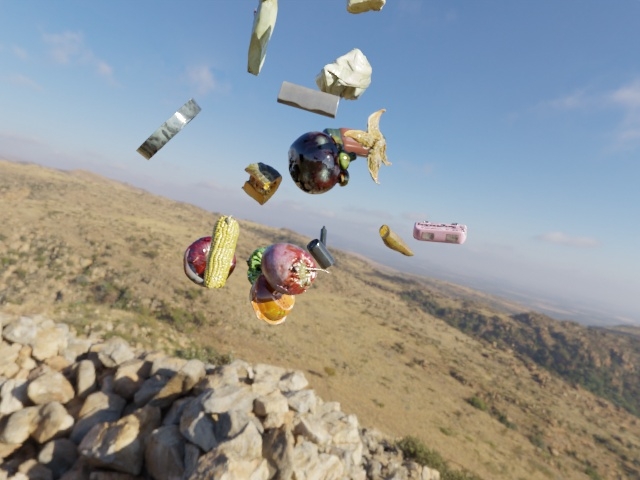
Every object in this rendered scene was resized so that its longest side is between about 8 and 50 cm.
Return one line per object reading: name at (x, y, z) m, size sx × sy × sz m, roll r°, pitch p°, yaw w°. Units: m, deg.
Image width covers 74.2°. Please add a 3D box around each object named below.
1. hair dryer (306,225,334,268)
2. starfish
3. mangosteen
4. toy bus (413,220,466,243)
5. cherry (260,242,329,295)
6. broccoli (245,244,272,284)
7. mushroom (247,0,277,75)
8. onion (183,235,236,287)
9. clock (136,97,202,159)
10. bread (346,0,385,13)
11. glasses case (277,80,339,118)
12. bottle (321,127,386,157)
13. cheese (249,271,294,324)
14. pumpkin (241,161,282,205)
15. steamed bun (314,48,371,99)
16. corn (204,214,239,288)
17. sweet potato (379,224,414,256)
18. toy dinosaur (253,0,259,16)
hair dryer at (0.000, 0.000, 1.878) m, size 0.128 × 0.069 × 0.256 m, roll 52°, pitch 23°, yaw -31°
starfish at (0.234, -0.384, 1.856) m, size 0.084 × 0.294 × 0.301 m, roll 4°, pitch 34°, yaw 37°
mangosteen at (-0.005, -0.361, 1.958) m, size 0.299 × 0.301 × 0.300 m, roll 13°, pitch 2°, yaw -1°
toy bus at (0.465, -0.030, 1.655) m, size 0.202 × 0.063 × 0.090 m, roll 4°, pitch 25°, yaw 15°
cherry at (-0.123, 0.091, 1.520) m, size 0.192 × 0.175 × 0.249 m, roll 1°, pitch 25°, yaw -43°
broccoli at (-0.265, 0.159, 2.357) m, size 0.268 × 0.255 × 0.269 m, roll 5°, pitch 25°, yaw -2°
mushroom at (-0.248, -0.858, 1.764) m, size 0.087 × 0.334 × 0.107 m, roll 22°, pitch 27°, yaw 2°
onion at (-0.575, 0.115, 2.212) m, size 0.271 × 0.273 × 0.195 m, roll 12°, pitch -6°, yaw -6°
clock at (-0.600, -0.441, 1.684) m, size 0.061 × 0.313 × 0.312 m, roll 47°, pitch -12°, yaw -23°
bread at (0.157, -0.895, 1.508) m, size 0.139 × 0.179 × 0.060 m, roll -4°, pitch -20°, yaw 11°
glasses case at (-0.037, -0.444, 1.335) m, size 0.190 × 0.072 × 0.042 m, roll 16°, pitch -10°, yaw -1°
bottle at (0.165, -0.512, 2.195) m, size 0.335 × 0.144 × 0.144 m, roll 5°, pitch 5°, yaw -22°
cheese at (-0.160, 0.200, 1.652) m, size 0.129 × 0.217 × 0.329 m, roll -14°, pitch 14°, yaw 32°
pumpkin at (-0.301, -0.265, 2.023) m, size 0.139 × 0.190 × 0.280 m, roll 40°, pitch 22°, yaw 3°
steamed bun at (0.124, -0.790, 2.105) m, size 0.280 × 0.207 × 0.268 m, roll -31°, pitch 10°, yaw -4°
corn at (-0.366, 0.044, 1.574) m, size 0.106 × 0.294 × 0.106 m, roll 4°, pitch -23°, yaw 2°
sweet potato at (0.339, 0.015, 1.912) m, size 0.243 × 0.077 × 0.077 m, roll 40°, pitch -15°, yaw -36°
toy dinosaur at (-0.274, -1.035, 1.937) m, size 0.032 × 0.109 × 0.220 m, roll -12°, pitch 16°, yaw -20°
